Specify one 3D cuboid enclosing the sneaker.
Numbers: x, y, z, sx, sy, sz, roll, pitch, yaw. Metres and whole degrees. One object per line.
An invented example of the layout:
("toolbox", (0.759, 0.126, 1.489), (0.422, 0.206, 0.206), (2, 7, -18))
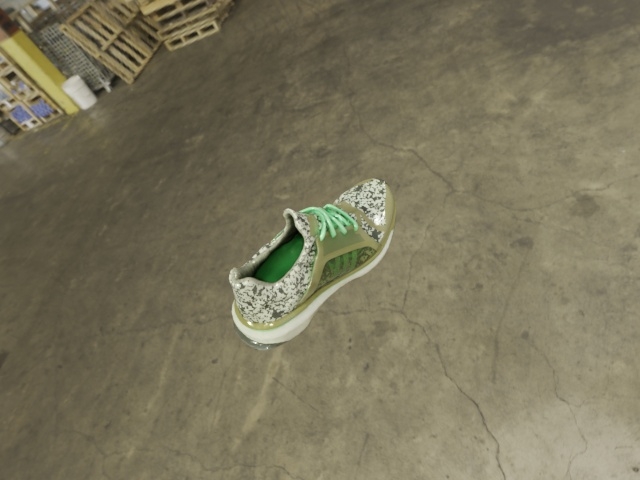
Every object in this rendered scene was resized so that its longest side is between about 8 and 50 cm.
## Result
("sneaker", (0.000, 0.000, 0.717), (0.158, 0.182, 0.410), (30, 62, 28))
